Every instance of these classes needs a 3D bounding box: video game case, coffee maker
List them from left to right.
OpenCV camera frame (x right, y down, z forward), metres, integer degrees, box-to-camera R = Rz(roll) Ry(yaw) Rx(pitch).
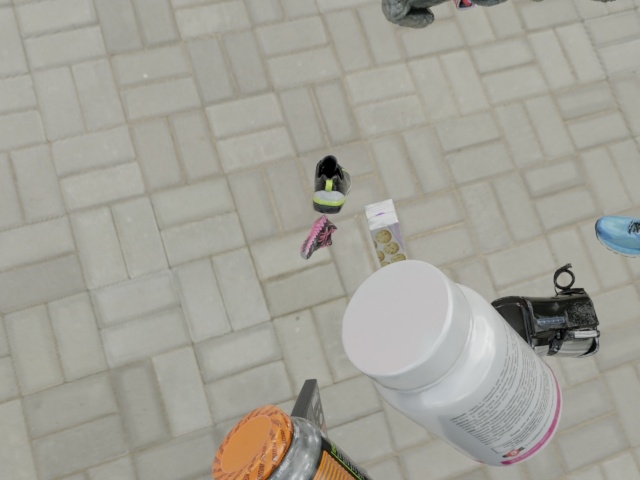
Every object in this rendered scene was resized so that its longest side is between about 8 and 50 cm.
[{"bbox_3d":[-0.025,0.479,1.424,0.035,0.275,0.248,-8,105,12],"label":"video game case"},{"bbox_3d":[0.399,0.137,1.183,0.178,0.120,0.171,2,55,-31],"label":"coffee maker"}]

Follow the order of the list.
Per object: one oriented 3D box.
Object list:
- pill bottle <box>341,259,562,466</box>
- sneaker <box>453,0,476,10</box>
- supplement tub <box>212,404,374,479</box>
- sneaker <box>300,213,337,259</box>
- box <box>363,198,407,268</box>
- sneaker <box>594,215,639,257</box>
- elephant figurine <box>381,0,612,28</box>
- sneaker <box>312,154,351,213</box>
[{"bbox_3d":[0.158,0.147,0.759,0.283,0.160,0.160,41,69,-40],"label":"pill bottle"},{"bbox_3d":[0.332,-0.545,1.394,0.042,0.118,0.067,23,46,-26],"label":"sneaker"},{"bbox_3d":[-0.012,0.261,0.659,0.117,0.117,0.190,-48,109,-16],"label":"supplement tub"},{"bbox_3d":[0.000,0.000,1.386,0.057,0.047,0.119,41,56,-16],"label":"sneaker"},{"bbox_3d":[0.158,0.021,1.463,0.067,0.324,0.063,-14,59,5],"label":"box"},{"bbox_3d":[0.458,-0.016,0.878,0.162,0.073,0.063,10,56,26],"label":"sneaker"},{"bbox_3d":[0.184,-0.313,0.694,0.240,0.169,0.185,-3,93,16],"label":"elephant figurine"},{"bbox_3d":[0.029,-0.138,1.378,0.084,0.234,0.097,4,116,-1],"label":"sneaker"}]
